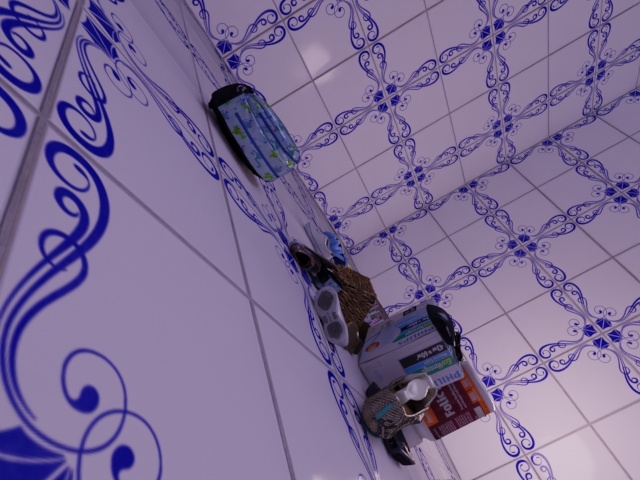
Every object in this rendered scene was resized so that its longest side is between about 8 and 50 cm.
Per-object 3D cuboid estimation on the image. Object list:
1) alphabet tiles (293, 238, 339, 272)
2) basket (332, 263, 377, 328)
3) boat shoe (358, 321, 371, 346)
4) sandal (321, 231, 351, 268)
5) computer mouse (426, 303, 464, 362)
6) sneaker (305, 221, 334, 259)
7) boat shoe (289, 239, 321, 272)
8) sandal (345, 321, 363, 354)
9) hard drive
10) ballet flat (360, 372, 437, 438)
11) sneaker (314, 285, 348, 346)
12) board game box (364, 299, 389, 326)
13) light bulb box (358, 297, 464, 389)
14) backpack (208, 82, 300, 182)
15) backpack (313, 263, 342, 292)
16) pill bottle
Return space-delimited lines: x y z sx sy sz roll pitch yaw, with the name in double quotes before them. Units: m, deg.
"alphabet tiles" -0.008 0.074 1.736 0.198 0.009 0.237 31 -8 16
"basket" 0.111 0.266 1.966 0.213 0.223 0.299 26 12 -7
"boat shoe" 0.244 0.508 2.044 0.073 0.080 0.224 59 8 -75
"sandal" 0.091 0.087 2.536 0.318 0.126 0.138 60 10 3
"computer mouse" 0.490 0.322 1.609 0.262 0.060 0.184 55 20 -13
"sneaker" 0.000 0.000 2.283 0.258 0.091 0.094 63 6 22
"boat shoe" -0.058 0.079 1.613 0.183 0.066 0.066 44 19 -35
"sandal" 0.096 0.362 1.593 0.079 0.088 0.240 27 -22 32
"hard drive" 0.238 0.638 1.453 0.172 0.054 0.255 55 8 -40
"ballet flat" 0.291 0.519 1.379 0.164 0.182 0.482 51 15 25
"sneaker" 0.042 0.272 1.466 0.115 0.090 0.232 64 10 -52
"board game box" 0.385 0.557 2.656 0.232 0.141 0.291 54 9 -49
"light bulb box" 0.382 0.467 1.778 0.225 0.357 0.361 59 16 -4
"backpack" -0.238 -0.398 1.600 0.290 0.273 0.356 -127 -161 -85
"backpack" 0.029 0.173 1.724 0.114 0.084 0.105 45 7 -30
"pill bottle" 0.498 0.692 1.754 0.224 0.391 0.224 59 6 -9
